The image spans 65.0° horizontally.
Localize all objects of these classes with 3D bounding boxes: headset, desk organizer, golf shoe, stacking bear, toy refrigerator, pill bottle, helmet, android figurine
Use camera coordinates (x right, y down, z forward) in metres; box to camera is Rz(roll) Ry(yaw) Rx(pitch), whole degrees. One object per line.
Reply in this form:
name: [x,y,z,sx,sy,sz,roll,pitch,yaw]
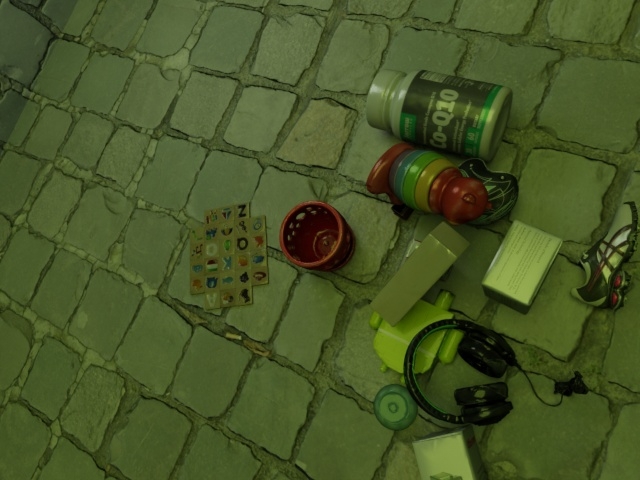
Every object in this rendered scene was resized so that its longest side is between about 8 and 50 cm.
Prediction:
headset: [0.400,0.318,1.189,0.394,0.185,0.243,10,71,2]
desk organizer: [0.261,-0.125,1.447,0.047,0.050,0.130,36,90,25]
golf shoe: [0.693,0.028,1.214,0.120,0.105,0.272,13,80,31]
stacking bear: [0.286,-0.131,1.258,0.289,0.175,0.164,34,101,44]
toy refrigerator: [0.236,0.084,1.237,0.094,0.102,0.269,42,127,12]
pill bottle: [0.324,-0.359,1.402,0.361,0.204,0.204,20,84,25]
helmet: [0.427,-0.120,1.322,0.169,0.169,0.161,-44,49,5]
android figurine: [0.249,0.244,1.348,0.248,0.056,0.272,21,82,24]

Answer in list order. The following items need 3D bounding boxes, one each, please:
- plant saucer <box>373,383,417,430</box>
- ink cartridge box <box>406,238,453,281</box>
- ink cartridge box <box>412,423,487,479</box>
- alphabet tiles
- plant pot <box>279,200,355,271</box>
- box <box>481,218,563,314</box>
plant saucer: [0.196,0.442,1.334,0.119,0.021,0.119,-5,74,19]
ink cartridge box: [0.293,0.055,1.340,0.099,0.135,0.056,22,81,24]
ink cartridge box: [0.320,0.585,1.145,0.122,0.211,0.289,-18,69,17]
alphabet tiles: [-0.303,0.049,1.640,0.285,0.011,0.342,-10,72,18]
plant pot: [0.000,0.000,1.445,0.191,0.174,0.191,-6,73,19]
box: [0.492,0.070,1.233,0.119,0.181,0.182,28,86,24]
